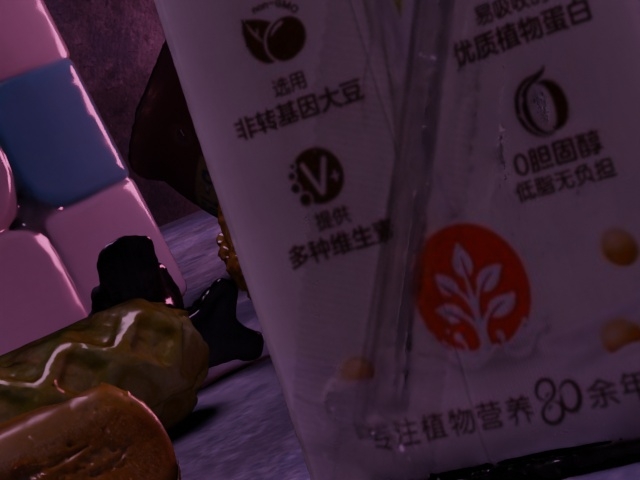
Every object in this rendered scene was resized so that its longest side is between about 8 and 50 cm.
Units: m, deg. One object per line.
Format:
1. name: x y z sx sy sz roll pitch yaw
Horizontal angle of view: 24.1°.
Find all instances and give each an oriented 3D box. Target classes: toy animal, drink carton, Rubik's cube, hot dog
1. toy animal: -0.146 0.058 1.080 0.121 0.117 0.210 -32 12 -24
2. drink carton: 0.055 -0.079 0.588 0.194 0.324 0.132 -16 4 30
3. Rubik's cube: -0.388 -0.001 1.247 0.344 0.346 0.347 -26 4 42
4. hot dog: -0.189 0.149 0.639 0.289 0.083 0.068 -26 -12 -31

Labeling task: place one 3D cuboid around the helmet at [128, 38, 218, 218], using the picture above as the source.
1. helmet: 0.004 -0.131 1.486 0.337 0.230 0.385 -42 -14 -20

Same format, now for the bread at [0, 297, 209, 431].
1. bread: -0.182 0.111 0.871 0.269 0.098 0.087 -26 49 -29

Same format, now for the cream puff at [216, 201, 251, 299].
1. cream puff: 0.000 0.000 1.006 0.150 0.115 0.165 16 6 11
